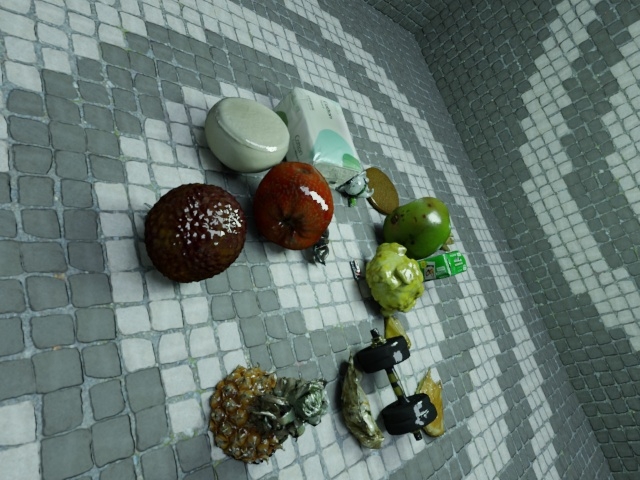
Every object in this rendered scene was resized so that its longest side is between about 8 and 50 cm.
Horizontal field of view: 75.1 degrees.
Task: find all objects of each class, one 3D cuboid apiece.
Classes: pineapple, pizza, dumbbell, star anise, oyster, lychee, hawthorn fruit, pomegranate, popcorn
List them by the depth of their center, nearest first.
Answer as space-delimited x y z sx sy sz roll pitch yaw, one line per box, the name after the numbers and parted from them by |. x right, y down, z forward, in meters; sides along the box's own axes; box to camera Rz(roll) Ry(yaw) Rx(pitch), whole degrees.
-0.098 0.404 1.019 0.263 0.272 0.262 25 51 -35 | pineapple
-0.321 -0.021 1.072 0.261 0.261 0.260 26 50 -34 | lychee
0.119 0.512 1.346 0.166 0.094 0.294 43 28 -47 | oyster
-0.093 -0.128 1.379 0.276 0.275 0.299 21 46 -37 | hawthorn fruit
0.257 0.485 1.416 0.185 0.185 0.387 -11 75 -49 | dumbbell
0.000 0.000 1.498 0.061 0.180 0.204 1 61 -5 | star anise
0.422 0.618 1.623 0.181 0.034 0.261 39 44 -23 | pizza
0.287 0.158 1.638 0.242 0.235 0.249 -46 133 -41 | popcorn
0.453 -0.018 1.831 0.359 0.310 0.215 25 45 -27 | pomegranate

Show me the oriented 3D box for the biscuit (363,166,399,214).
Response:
0.292 -0.240 2.029 0.262 0.037 0.261 26 49 -34 | biscuit

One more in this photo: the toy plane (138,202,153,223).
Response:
-0.449 -0.070 1.140 0.083 0.031 0.078 -22 83 -50 | toy plane

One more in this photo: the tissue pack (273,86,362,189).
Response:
-0.015 -0.404 1.684 0.266 0.194 0.355 4 63 -44 | tissue pack

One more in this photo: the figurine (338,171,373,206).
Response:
0.160 -0.235 1.821 0.126 0.147 0.192 55 16 24 | figurine

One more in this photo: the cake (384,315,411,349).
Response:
0.286 0.386 1.628 0.080 0.116 0.184 29 16 -38 | cake

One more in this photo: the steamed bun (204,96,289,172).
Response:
-0.253 -0.337 1.397 0.283 0.177 0.282 19 45 -20 | steamed bun

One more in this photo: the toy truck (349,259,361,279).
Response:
0.141 0.116 1.653 0.032 0.024 0.083 -10 70 -26 | toy truck

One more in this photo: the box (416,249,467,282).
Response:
0.498 0.124 1.848 0.180 0.250 0.102 -8 79 -47 | box
